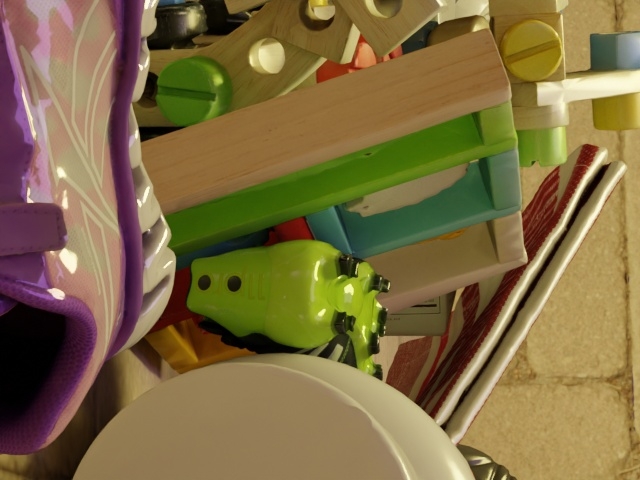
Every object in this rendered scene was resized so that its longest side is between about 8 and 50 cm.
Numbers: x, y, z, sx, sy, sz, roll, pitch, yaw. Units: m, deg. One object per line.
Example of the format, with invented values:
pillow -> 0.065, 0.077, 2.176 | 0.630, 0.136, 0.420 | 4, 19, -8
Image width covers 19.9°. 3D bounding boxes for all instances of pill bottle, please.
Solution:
pill bottle -> -0.011, 0.146, 0.780 | 0.318, 0.176, 0.176 | 65, 24, -73

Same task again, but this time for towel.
towel -> 0.062, 0.096, 1.122 | 0.237, 0.037, 0.329 | -55, 179, -33

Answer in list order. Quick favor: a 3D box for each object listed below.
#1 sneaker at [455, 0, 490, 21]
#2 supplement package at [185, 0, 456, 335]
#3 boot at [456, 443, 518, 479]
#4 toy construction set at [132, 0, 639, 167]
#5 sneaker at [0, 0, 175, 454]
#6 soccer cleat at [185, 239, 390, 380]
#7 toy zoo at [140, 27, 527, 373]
sneaker -> 0.017, -0.130, 1.316 | 0.102, 0.161, 0.282 | -53, 172, -36
supplement package -> 0.008, -0.062, 1.108 | 0.194, 0.149, 0.203 | -60, 149, -77
boot -> 0.014, 0.301, 1.147 | 0.338, 0.118, 0.223 | -56, -178, -32
toy construction set -> 0.023, -0.093, 0.859 | 0.327, 0.215, 0.151 | 12, 79, -67
sneaker -> -0.097, -0.032, 0.507 | 0.104, 0.095, 0.236 | -71, 161, -50
soccer cleat -> -0.011, 0.031, 0.809 | 0.179, 0.072, 0.060 | 50, 44, -73
toy zoo -> 0.000, 0.000, 0.853 | 0.293, 0.192, 0.030 | 68, 5, -71
